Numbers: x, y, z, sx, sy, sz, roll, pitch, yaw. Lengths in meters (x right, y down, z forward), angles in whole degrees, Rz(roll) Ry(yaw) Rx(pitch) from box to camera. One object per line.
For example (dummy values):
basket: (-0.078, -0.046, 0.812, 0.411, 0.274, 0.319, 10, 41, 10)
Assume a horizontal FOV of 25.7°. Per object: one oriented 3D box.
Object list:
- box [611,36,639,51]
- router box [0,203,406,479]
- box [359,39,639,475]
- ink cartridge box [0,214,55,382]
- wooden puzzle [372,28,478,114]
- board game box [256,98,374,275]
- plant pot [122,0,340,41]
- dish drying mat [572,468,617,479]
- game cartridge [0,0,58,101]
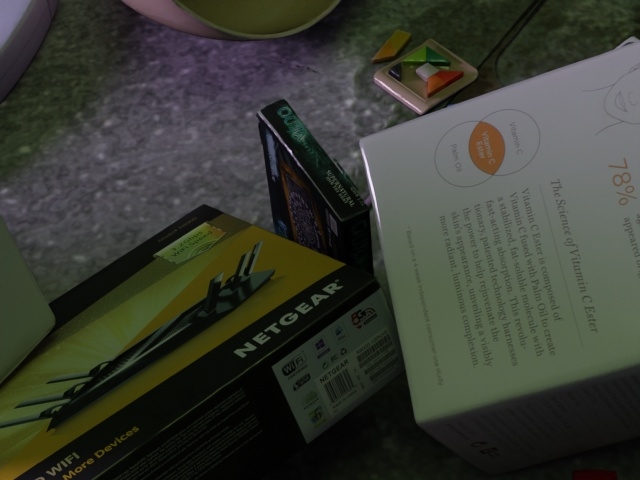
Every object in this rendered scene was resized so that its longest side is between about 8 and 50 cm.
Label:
box: (0.299, -0.022, 1.098, 0.169, 0.087, 0.290, -37, 57, -23)
router box: (-0.130, 0.107, 0.971, 0.309, 0.081, 0.243, -35, 29, -22)
box: (0.228, -0.001, 0.940, 0.345, 0.168, 0.215, -18, 64, 16)
ink cartridge box: (-0.411, -0.030, 0.977, 0.385, 0.279, 0.160, 12, 47, 36)
wooden puzzle: (0.094, -0.151, 1.269, 0.116, 0.014, 0.078, 33, 60, 27)
board game box: (0.000, 0.000, 1.041, 0.026, 0.186, 0.126, -25, 54, -15)
plant pot: (-0.122, -0.314, 1.287, 0.191, 0.284, 0.284, -2, 40, 51)
dish drying mat: (0.194, 0.197, 0.978, 0.032, 0.008, 0.083, -1, 51, 5)
game cartridge: (-0.374, -0.184, 1.312, 0.198, 0.062, 0.297, 18, 54, 13)
